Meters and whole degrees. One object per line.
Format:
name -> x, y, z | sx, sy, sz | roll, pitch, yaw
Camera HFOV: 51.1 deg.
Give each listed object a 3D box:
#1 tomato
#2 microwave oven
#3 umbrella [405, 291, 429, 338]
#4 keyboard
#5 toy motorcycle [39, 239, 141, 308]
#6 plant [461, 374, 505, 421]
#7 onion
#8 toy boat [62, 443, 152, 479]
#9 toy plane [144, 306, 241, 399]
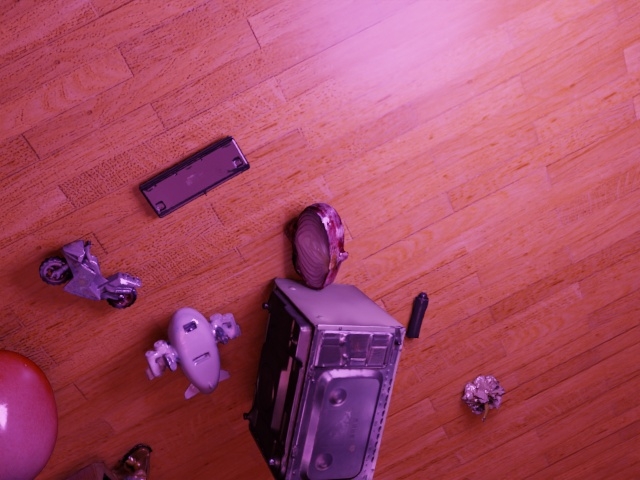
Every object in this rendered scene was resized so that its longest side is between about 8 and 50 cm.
tomato -> -0.713, 0.402, 1.414 | 0.322, 0.321, 0.321 | -6, 117, -12
microwave oven -> -0.015, 0.318, 1.530 | 0.247, 0.333, 0.394 | 5, 103, -22
umbrella -> 0.251, 0.194, 1.720 | 0.036, 0.031, 0.133 | -9, 121, -40
keyboard -> -0.267, -0.134, 1.428 | 0.230, 0.025, 0.093 | -29, 117, 1
toy motorcycle -> -0.487, 0.070, 1.447 | 0.215, 0.080, 0.122 | 26, 109, -29
plant -> 0.453, 0.439, 1.846 | 0.104, 0.122, 0.116 | 37, 110, -15
onion -> 0.000, 0.000, 1.525 | 0.098, 0.151, 0.205 | -26, 138, -40
toy boat -> -0.616, 0.673, 1.681 | 0.445, 0.136, 0.162 | -34, 114, 5
toy plane -> -0.295, 0.261, 1.571 | 0.245, 0.117, 0.244 | -10, 112, -27
